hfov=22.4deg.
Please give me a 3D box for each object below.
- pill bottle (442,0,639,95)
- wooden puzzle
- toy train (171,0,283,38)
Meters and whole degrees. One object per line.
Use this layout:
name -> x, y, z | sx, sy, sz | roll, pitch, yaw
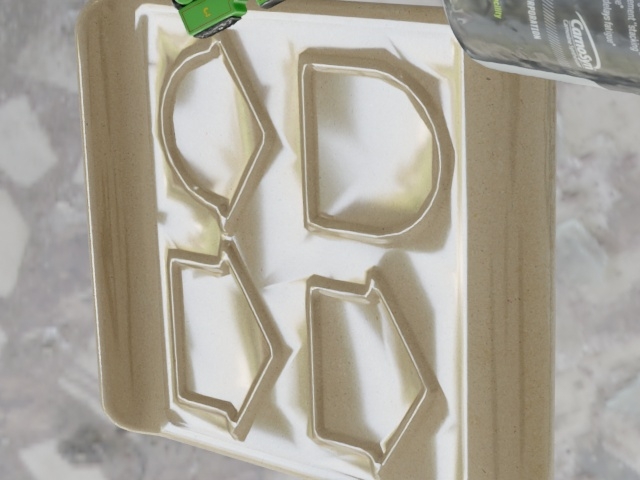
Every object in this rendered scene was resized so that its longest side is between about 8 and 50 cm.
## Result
pill bottle -> 0.184, -0.121, 0.706 | 0.245, 0.130, 0.130 | 15, 137, 35
wooden puzzle -> 0.000, 0.000, 1.057 | 0.347, 0.080, 0.322 | 8, 108, 34
toy train -> -0.015, -0.095, 0.560 | 0.083, 0.017, 0.024 | -24, 86, 21
